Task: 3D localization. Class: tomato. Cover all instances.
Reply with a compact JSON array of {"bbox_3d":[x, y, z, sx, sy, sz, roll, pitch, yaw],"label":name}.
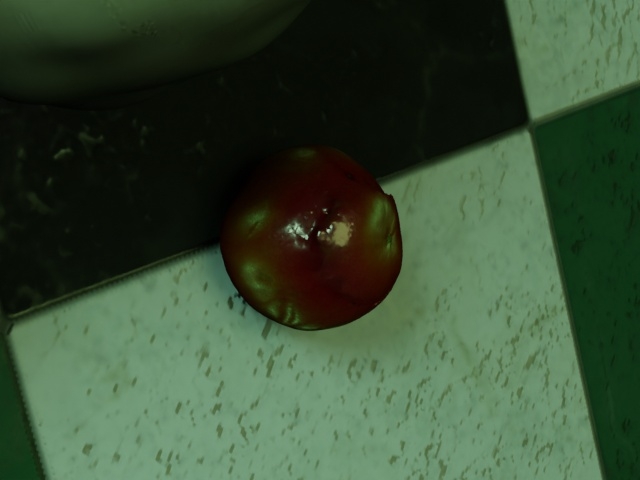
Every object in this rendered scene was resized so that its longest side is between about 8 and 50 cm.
[{"bbox_3d":[0.000,0.000,0.670,0.087,0.075,0.087,1,88,-45],"label":"tomato"}]

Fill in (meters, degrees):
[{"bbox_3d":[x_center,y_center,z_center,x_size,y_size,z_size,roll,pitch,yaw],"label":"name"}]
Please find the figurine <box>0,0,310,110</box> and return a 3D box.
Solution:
[{"bbox_3d":[-0.124,-0.096,0.482,0.380,0.248,0.203,-53,127,-14],"label":"figurine"}]
